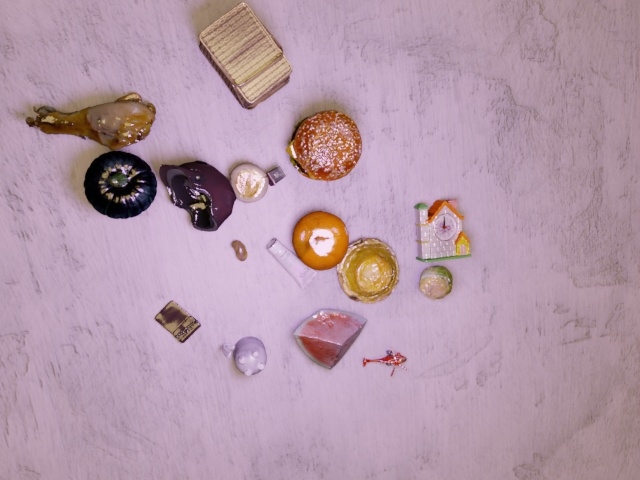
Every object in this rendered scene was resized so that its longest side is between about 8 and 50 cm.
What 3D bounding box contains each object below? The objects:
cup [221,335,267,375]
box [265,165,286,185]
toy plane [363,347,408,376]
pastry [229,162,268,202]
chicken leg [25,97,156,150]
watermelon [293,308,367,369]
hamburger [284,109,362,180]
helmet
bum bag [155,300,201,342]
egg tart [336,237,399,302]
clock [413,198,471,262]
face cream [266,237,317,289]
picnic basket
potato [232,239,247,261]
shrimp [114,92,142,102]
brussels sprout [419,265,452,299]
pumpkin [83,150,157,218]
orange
[{"bbox_3d":[-0.294,0.458,1.942,0.134,0.142,0.174,-39,103,-5],"label":"cup"},{"bbox_3d":[-0.181,-0.256,1.911,0.063,0.084,0.060,-37,103,-15],"label":"box"},{"bbox_3d":[0.285,0.537,2.128,0.194,0.077,0.126,-20,98,-2],"label":"toy plane"},{"bbox_3d":[-0.280,-0.224,1.876,0.156,0.092,0.157,-1,107,-3],"label":"pastry"},{"bbox_3d":[-0.810,-0.424,1.719,0.428,0.153,0.202,1,89,-6],"label":"chicken leg"},{"bbox_3d":[0.032,0.400,2.005,0.259,0.176,0.256,21,84,7],"label":"watermelon"},{"bbox_3d":[0.016,-0.367,1.871,0.290,0.225,0.292,-2,99,-11],"label":"hamburger"},{"bbox_3d":[-0.436,-0.191,1.796,0.177,0.224,0.306,-42,106,-33],"label":"helmet"},{"bbox_3d":[-0.568,0.324,1.919,0.159,0.026,0.109,44,87,-14],"label":"bum bag"},{"bbox_3d":[0.211,0.134,2.035,0.294,0.116,0.295,-2,99,-12],"label":"egg tart"},{"bbox_3d":[0.524,-0.046,2.091,0.219,0.106,0.256,-7,98,-12],"label":"clock"},{"bbox_3d":[-0.122,0.092,1.984,0.243,0.058,0.092,45,81,-21],"label":"face cream"},{"bbox_3d":[-0.273,-0.672,1.787,0.228,0.175,0.313,-38,104,-7],"label":"picnic basket"},{"bbox_3d":[-0.320,0.039,1.933,0.046,0.045,0.092,-19,101,26],"label":"potato"},{"bbox_3d":[-0.712,-0.506,1.783,0.108,0.023,0.059,-27,111,-8],"label":"shrimp"},{"bbox_3d":[0.504,0.175,2.110,0.149,0.122,0.151,40,122,-9],"label":"brussels sprout"},{"bbox_3d":[-0.707,-0.200,1.709,0.247,0.248,0.248,-2,97,-13],"label":"pumpkin"},{"bbox_3d":[0.000,0.000,1.939,0.239,0.171,0.241,-1,98,-5],"label":"orange"}]
